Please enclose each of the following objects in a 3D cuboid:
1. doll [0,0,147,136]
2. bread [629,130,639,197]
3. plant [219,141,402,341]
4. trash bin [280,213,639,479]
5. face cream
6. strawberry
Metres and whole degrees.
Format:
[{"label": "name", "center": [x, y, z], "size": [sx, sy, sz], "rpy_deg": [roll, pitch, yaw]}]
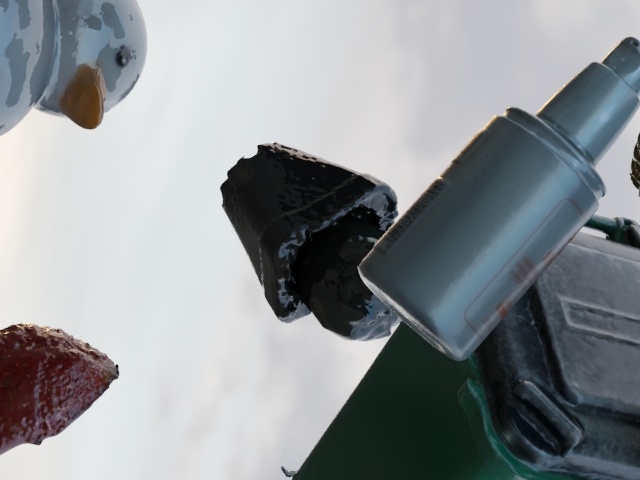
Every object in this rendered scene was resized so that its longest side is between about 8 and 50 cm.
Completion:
[{"label": "doll", "center": [-0.257, -0.188, 1.608], "size": [0.251, 0.221, 0.221], "rpy_deg": [54, -40, 25]}, {"label": "bread", "center": [0.332, -0.080, 1.847], "size": [0.066, 0.060, 0.110], "rpy_deg": [53, -13, 20]}, {"label": "plant", "center": [0.000, 0.000, 2.081], "size": [0.256, 0.164, 0.142], "rpy_deg": [43, -31, 29]}, {"label": "trash bin", "center": [0.140, 0.167, 1.630], "size": [0.381, 0.259, 0.295], "rpy_deg": [-50, -142, 38]}, {"label": "face cream", "center": [0.143, -0.039, 1.344], "size": [0.252, 0.101, 0.101], "rpy_deg": [-48, -164, -4]}, {"label": "strawberry", "center": [-0.278, 0.132, 1.778], "size": [0.082, 0.187, 0.146], "rpy_deg": [59, 24, -49]}]
